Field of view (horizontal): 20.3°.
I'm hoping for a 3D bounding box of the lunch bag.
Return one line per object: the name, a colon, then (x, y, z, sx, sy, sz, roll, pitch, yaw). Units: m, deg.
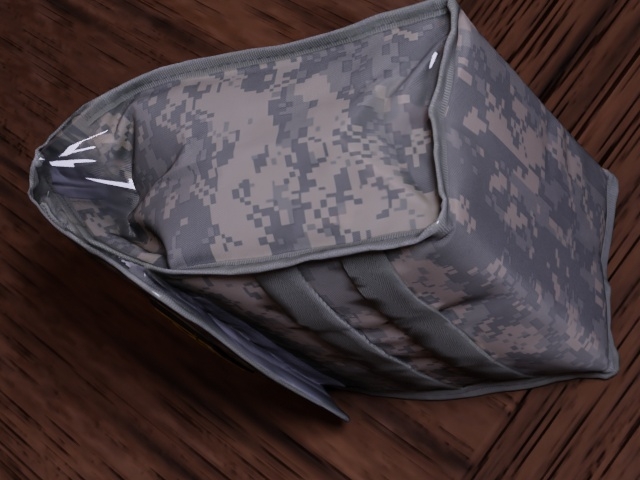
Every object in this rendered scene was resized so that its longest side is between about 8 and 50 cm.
lunch bag: (0.000, 0.000, 1.053, 0.287, 0.235, 0.169, -10, 61, 29)
